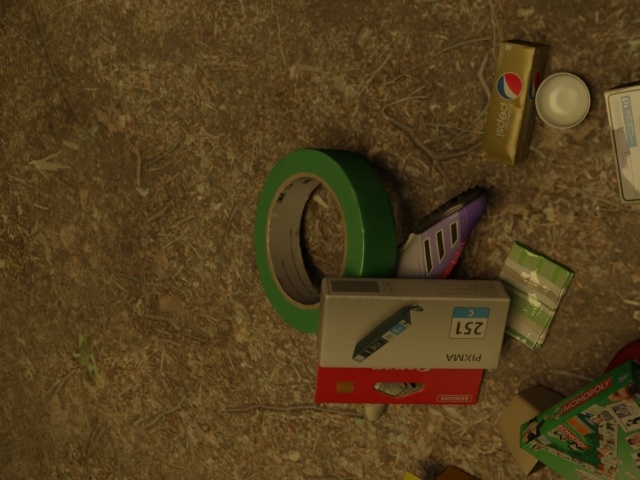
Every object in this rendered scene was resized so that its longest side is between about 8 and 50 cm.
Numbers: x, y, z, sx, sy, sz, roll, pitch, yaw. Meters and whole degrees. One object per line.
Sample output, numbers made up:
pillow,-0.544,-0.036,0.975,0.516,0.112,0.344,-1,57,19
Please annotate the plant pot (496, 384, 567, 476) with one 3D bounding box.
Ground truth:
plant pot,0.354,0.299,1.402,0.096,0.109,0.109,45,126,31

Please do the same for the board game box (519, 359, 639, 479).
board game box,0.481,0.322,1.256,0.317,0.046,0.213,36,128,-14

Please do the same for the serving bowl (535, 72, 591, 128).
serving bowl,0.365,-0.209,1.286,0.083,0.027,0.083,11,109,32

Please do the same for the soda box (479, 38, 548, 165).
soda box,0.294,-0.210,1.314,0.058,0.061,0.181,18,114,30

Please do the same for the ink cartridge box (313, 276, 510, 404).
ink cartridge box,0.142,0.186,1.415,0.296,0.066,0.261,1,119,-5

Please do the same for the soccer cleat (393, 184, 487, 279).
soccer cleat,0.186,0.030,1.440,0.116,0.108,0.318,52,130,9

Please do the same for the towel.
towel,0.333,0.091,1.401,0.113,0.023,0.152,30,119,25

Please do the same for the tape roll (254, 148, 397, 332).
tape roll,0.000,0.000,1.514,0.321,0.077,0.322,4,95,52

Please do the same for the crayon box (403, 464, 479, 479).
crayon box,0.285,0.542,1.533,0.318,0.081,0.202,23,116,28

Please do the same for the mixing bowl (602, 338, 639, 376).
mixing bowl,0.491,0.207,1.256,0.181,0.098,0.182,7,128,9

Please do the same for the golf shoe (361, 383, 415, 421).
golf shoe,0.128,0.268,1.576,0.086,0.069,0.176,22,117,22

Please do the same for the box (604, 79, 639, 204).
box,0.541,-0.149,1.140,0.289,0.087,0.169,-4,101,36
